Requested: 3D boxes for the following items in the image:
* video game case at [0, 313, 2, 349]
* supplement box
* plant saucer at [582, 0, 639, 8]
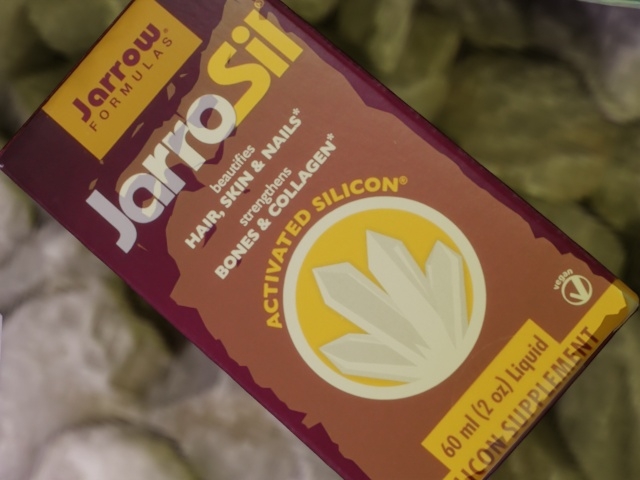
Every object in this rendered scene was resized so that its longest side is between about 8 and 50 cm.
[{"bbox_3d":[-0.182,0.068,0.518,0.122,0.011,0.087,1,85,8],"label":"video game case"},{"bbox_3d":[0.000,0.000,0.465,0.188,0.081,0.104,41,91,10],"label":"supplement box"},{"bbox_3d":[0.124,-0.233,0.443,0.318,0.044,0.317,2,96,16],"label":"plant saucer"}]
